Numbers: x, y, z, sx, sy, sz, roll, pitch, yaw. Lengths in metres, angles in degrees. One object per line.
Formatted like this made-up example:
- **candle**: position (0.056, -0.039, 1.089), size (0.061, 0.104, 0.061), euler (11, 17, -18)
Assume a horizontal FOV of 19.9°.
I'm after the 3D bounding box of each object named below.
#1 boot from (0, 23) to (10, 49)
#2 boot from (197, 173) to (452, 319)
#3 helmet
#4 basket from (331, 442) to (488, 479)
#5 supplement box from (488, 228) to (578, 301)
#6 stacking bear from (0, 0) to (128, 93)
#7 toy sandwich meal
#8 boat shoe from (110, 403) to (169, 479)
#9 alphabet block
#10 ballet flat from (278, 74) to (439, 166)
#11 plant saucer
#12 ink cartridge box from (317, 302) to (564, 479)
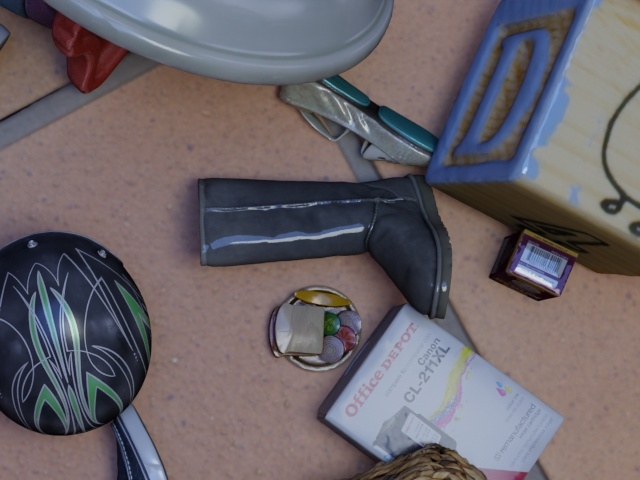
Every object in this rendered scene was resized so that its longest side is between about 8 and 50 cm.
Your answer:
- **boot**: position (-0.394, -0.122, 1.567), size (0.123, 0.095, 0.258), euler (43, 83, -7)
- **boot**: position (0.000, 0.003, 1.570), size (0.208, 0.189, 0.076), euler (2, 122, -12)
- **helmet**: position (-0.219, 0.079, 1.532), size (0.169, 0.161, 0.169), euler (1, 84, -5)
- **basket**: position (0.095, 0.339, 1.468), size (0.213, 0.223, 0.299), euler (-22, 96, 8)
- **supplement box**: position (0.187, 0.023, 1.615), size (0.055, 0.083, 0.043), euler (24, 83, -3)
- **stacking bear**: position (-0.274, -0.286, 1.571), size (0.289, 0.175, 0.164), euler (35, 80, 6)
- **toy sandwich meal**: position (-0.004, 0.077, 1.619), size (0.085, 0.029, 0.085), euler (1, 85, -5)
- **boat shoe**: position (-0.164, 0.237, 1.571), size (0.083, 0.065, 0.183), euler (-20, 87, -6)
- **alphabet block**: position (0.237, -0.091, 1.556), size (0.197, 0.193, 0.192), euler (25, 84, -19)
- **ballet flat**: position (0.038, -0.103, 1.637), size (0.168, 0.057, 0.052), euler (34, 112, 2)
- **plant saucer**: position (-0.103, -0.297, 1.487), size (0.400, 0.100, 0.400), euler (19, 41, -17)
- **ink cartridge box**: position (0.103, 0.155, 1.600), size (0.175, 0.072, 0.127), euler (36, 83, -2)
